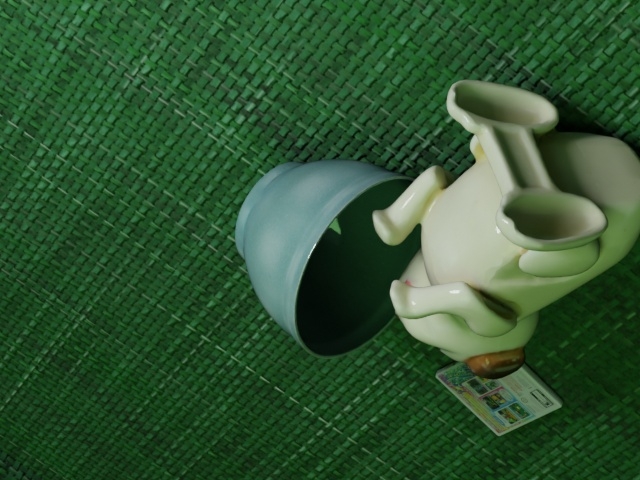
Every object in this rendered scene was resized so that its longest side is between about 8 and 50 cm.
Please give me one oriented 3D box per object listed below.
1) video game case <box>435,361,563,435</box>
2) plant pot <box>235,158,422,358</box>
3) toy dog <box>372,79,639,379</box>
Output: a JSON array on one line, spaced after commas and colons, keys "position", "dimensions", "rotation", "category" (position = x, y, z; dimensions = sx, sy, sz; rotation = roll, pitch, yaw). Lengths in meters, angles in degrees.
[{"position": [0.287, 0.238, 2.548], "dimensions": [0.157, 0.019, 0.143], "rotation": [43, 132, -16], "category": "video game case"}, {"position": [0.000, 0.000, 2.320], "dimensions": [0.196, 0.293, 0.293], "rotation": [32, 141, 35], "category": "plant pot"}, {"position": [0.255, 0.007, 2.222], "dimensions": [0.284, 0.395, 0.408], "rotation": [63, 142, 28], "category": "toy dog"}]
